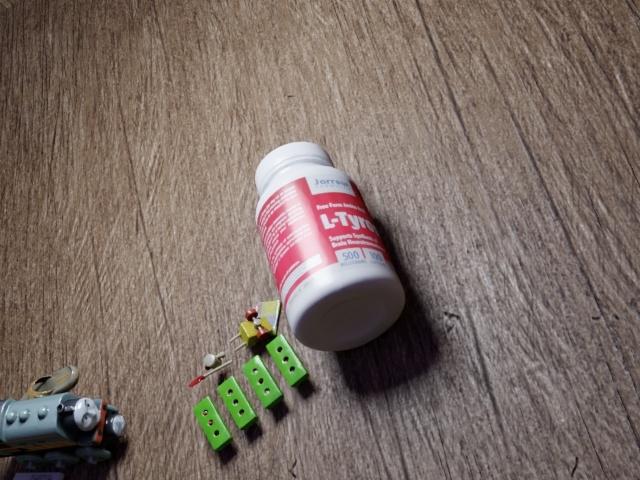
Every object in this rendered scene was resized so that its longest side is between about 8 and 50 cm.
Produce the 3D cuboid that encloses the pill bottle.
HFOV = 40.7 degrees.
[{"bbox_3d":[0.000,0.000,1.740,0.229,0.229,0.408,-31,52,11],"label":"pill bottle"}]

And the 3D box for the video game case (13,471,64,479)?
[{"bbox_3d":[-0.640,0.578,1.886,0.157,0.019,0.143,-11,50,34],"label":"video game case"}]

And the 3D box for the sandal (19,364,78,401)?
[{"bbox_3d":[-0.650,0.349,2.031,0.180,0.049,0.072,-36,50,7],"label":"sandal"}]

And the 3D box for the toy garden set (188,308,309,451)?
[{"bbox_3d":[-0.159,0.281,1.780,0.244,0.049,0.204,-40,56,5],"label":"toy garden set"}]

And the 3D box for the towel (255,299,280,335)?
[{"bbox_3d":[-0.115,0.167,1.851,0.060,0.009,0.083,-8,59,26],"label":"towel"}]

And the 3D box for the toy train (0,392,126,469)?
[{"bbox_3d":[-0.589,0.407,1.868,0.333,0.190,0.142,-12,58,25],"label":"toy train"}]
